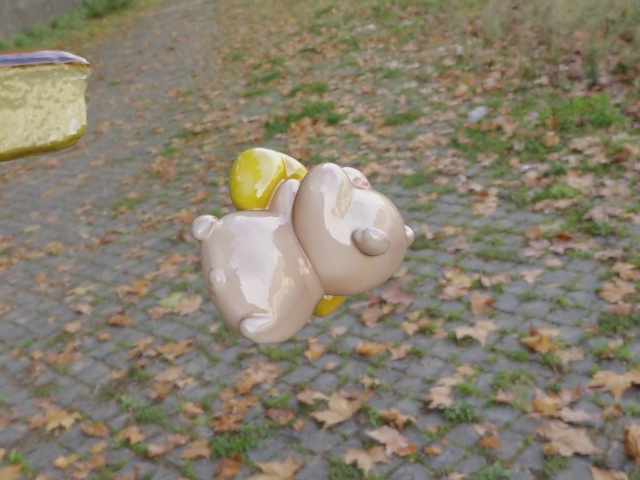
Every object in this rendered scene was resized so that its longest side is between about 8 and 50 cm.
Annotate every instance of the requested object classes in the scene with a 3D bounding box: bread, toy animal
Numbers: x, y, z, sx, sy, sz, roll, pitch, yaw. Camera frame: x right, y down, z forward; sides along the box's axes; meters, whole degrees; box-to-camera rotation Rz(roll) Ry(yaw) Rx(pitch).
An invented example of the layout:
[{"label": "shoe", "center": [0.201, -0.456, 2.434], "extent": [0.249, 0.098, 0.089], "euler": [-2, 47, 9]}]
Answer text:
[{"label": "bread", "center": [-0.510, -0.164, 1.073], "extent": [0.324, 0.143, 0.333], "euler": [-16, 14, -41]}, {"label": "toy animal", "center": [-0.008, -0.020, 1.178], "extent": [0.247, 0.277, 0.345], "euler": [-17, 0, 31]}]
